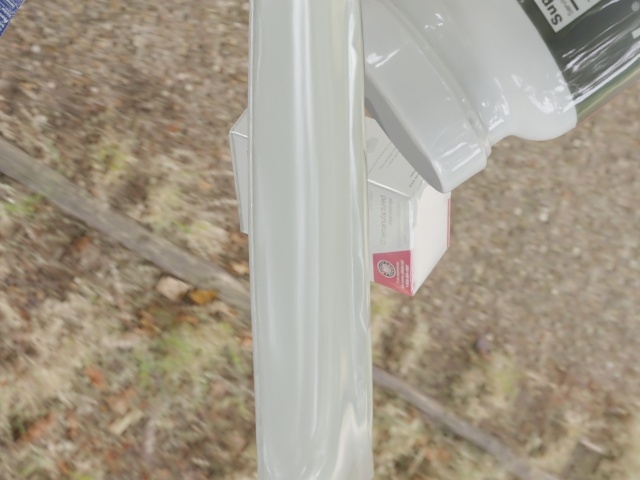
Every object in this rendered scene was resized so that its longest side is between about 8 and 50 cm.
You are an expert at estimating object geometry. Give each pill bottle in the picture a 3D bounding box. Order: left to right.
[{"bbox_3d":[0.195,-0.212,1.361,0.363,0.210,0.210,-36,116,-2],"label":"pill bottle"}]

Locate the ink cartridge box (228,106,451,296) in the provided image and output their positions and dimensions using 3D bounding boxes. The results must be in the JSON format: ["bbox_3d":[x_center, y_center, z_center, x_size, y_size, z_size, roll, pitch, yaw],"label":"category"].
[{"bbox_3d":[0.021,-0.054,1.753,0.092,0.218,0.158,-52,153,-35],"label":"ink cartridge box"}]

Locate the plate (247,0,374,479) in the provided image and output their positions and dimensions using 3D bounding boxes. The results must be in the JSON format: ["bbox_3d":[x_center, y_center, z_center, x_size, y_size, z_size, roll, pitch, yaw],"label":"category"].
[{"bbox_3d":[0.000,0.000,0.749,0.045,0.277,0.278,-2,77,3],"label":"plate"}]

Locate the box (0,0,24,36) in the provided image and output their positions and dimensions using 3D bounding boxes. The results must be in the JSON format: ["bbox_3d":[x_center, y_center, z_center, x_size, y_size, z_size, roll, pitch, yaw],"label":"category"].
[{"bbox_3d":[-0.395,-0.188,1.639,0.136,0.036,0.225,45,65,-44],"label":"box"}]
